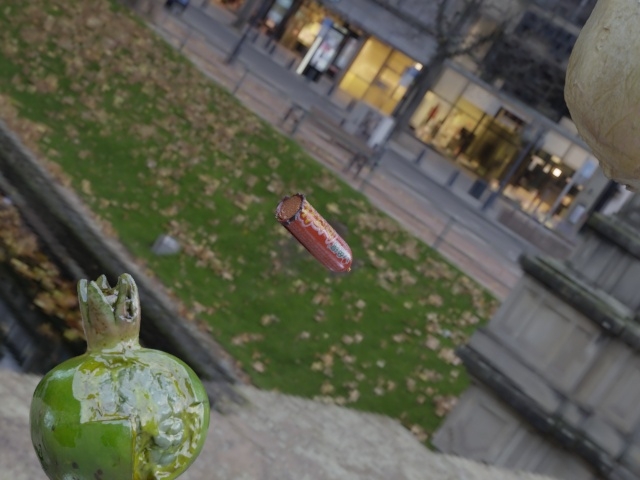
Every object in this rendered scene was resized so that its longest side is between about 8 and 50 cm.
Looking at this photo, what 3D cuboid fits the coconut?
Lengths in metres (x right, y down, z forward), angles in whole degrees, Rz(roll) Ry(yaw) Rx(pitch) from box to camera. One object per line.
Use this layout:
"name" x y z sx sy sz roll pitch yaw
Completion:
"coconut" 0.550 -0.219 1.595 0.405 0.404 0.404 32 9 -6

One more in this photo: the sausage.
"sausage" 0.000 0.000 1.351 0.145 0.048 0.050 47 5 -40

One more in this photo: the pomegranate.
"pomegranate" -0.271 0.195 1.430 0.236 0.301 0.236 -9 0 0
